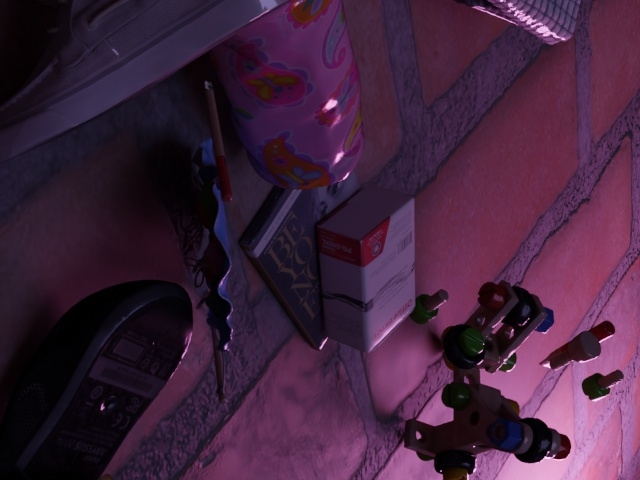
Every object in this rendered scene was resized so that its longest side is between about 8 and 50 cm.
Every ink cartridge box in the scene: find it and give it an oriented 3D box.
[{"bbox_3d":[0.054,0.031,1.216,0.109,0.063,0.150,-39,136,-43],"label":"ink cartridge box"}]

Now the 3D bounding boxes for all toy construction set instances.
[{"bbox_3d":[0.244,0.206,1.526,0.309,0.257,0.237,-8,157,-39],"label":"toy construction set"}]

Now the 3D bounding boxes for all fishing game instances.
[{"bbox_3d":[-0.099,0.002,0.941,0.264,0.041,0.189,96,-14,-48],"label":"fishing game"}]

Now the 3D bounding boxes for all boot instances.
[{"bbox_3d":[-0.151,-0.162,0.764,0.123,0.258,0.095,59,12,-9],"label":"boot"}]

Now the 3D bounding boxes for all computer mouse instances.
[{"bbox_3d":[-0.213,0.135,0.898,0.272,0.072,0.188,-54,148,-6],"label":"computer mouse"}]

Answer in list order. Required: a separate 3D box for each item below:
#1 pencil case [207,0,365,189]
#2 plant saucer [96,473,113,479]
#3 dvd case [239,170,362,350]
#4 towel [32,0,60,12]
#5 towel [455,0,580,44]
[{"bbox_3d":[-0.034,-0.156,0.927,0.124,0.124,0.284,-59,157,-20],"label":"pencil case"},{"bbox_3d":[-0.222,0.298,0.865,0.241,0.037,0.241,-58,175,-8],"label":"plant saucer"},{"bbox_3d":[0.000,0.000,1.196,0.164,0.018,0.221,-58,145,-21],"label":"dvd case"},{"bbox_3d":[-0.172,-0.294,0.718,0.271,0.040,0.370,-59,151,9],"label":"towel"},{"bbox_3d":[0.230,-0.387,1.249,0.235,0.121,0.283,8,97,-53],"label":"towel"}]
